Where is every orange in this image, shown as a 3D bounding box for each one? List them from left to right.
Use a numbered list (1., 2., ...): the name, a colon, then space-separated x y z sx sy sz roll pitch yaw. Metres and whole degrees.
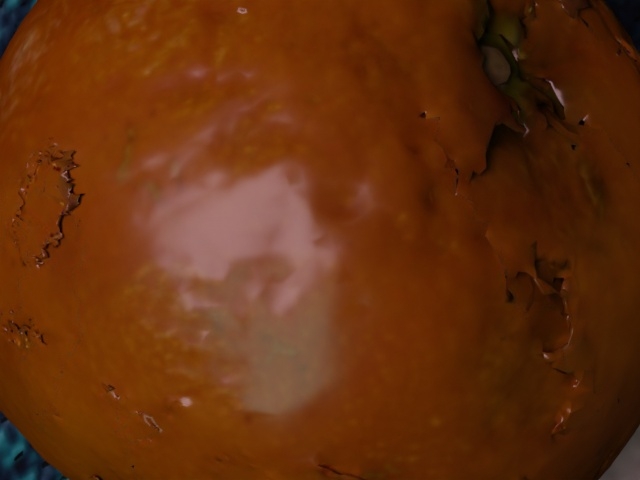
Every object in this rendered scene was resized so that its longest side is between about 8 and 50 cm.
1. orange: 0.000 0.000 0.644 0.246 0.246 0.246 -5 79 27
